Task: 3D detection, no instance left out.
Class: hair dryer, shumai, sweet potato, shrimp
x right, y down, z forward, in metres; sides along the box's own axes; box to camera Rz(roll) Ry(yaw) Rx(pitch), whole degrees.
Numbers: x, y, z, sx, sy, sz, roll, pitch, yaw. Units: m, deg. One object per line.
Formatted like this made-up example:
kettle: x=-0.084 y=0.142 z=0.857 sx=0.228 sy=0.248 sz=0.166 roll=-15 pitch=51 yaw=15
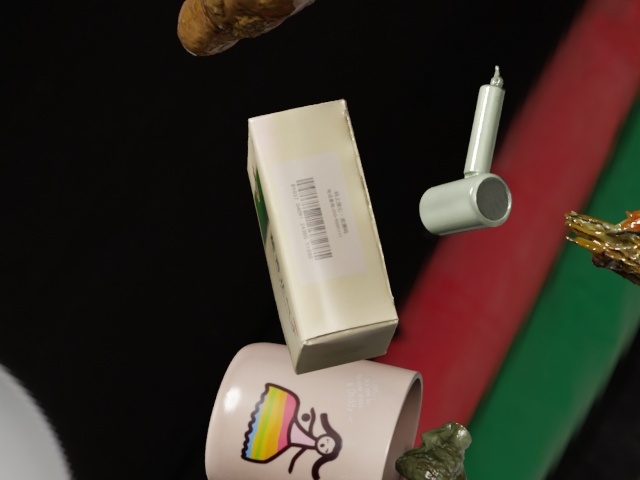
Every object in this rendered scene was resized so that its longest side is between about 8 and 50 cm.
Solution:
hair dryer: x=0.108 y=-0.065 z=1.376 sx=0.038 sy=0.063 sz=0.124 roll=22 pitch=-109 yaw=-31
shumai: x=0.133 y=0.235 z=2.139 sx=0.080 sy=0.083 sz=0.082 roll=-61 pitch=-22 yaw=-3
sweet potato: x=-0.046 y=-0.229 z=1.686 sx=0.354 sy=0.106 sz=0.095 roll=132 pitch=147 yaw=-69
shrimp: x=0.340 y=0.008 z=1.692 sx=0.061 sy=0.267 sz=0.145 roll=-58 pitch=-21 yaw=-56

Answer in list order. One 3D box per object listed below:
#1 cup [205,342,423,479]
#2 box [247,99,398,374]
cup: x=-0.016 y=0.244 z=2.148 sx=0.191 sy=0.200 sz=0.253 roll=28 pitch=-105 yaw=-78
box: x=0.000 y=0.000 z=1.795 sx=0.095 sy=0.212 sz=0.168 roll=-12 pitch=-13 yaw=-7
